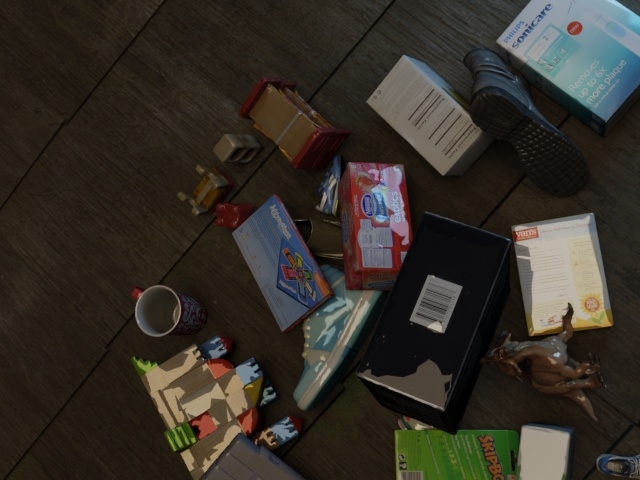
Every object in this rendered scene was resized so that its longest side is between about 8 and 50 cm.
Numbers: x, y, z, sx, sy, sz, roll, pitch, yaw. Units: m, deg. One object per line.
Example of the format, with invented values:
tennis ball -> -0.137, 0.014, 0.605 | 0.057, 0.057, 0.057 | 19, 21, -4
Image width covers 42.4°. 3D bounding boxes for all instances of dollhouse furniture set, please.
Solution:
dollhouse furniture set -> -0.134, -0.175, 1.925 | 0.201, 0.152, 0.374 | 46, 113, 17

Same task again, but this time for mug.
mug -> -0.343, 0.152, 1.899 | 0.113, 0.169, 0.150 | -34, 73, 9

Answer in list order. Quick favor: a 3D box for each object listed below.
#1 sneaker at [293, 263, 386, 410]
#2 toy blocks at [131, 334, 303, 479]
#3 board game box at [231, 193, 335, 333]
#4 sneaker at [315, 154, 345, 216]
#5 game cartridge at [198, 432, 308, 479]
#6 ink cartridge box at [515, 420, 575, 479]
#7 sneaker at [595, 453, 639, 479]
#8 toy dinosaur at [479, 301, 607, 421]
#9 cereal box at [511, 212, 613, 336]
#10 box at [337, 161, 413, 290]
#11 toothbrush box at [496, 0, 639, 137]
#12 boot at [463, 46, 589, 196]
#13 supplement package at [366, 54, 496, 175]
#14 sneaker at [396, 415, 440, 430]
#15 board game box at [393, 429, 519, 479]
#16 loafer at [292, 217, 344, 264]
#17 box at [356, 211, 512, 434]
sneaker -> -0.016, 0.198, 1.823 | 0.208, 0.127, 0.319 | 29, 81, 17
toy blocks -> -0.213, 0.363, 1.843 | 0.260, 0.191, 0.381 | -32, 74, -3
board game box -> -0.087, 0.048, 1.815 | 0.145, 0.027, 0.281 | -41, 60, 20
sneaker -> 0.024, -0.129, 1.899 | 0.059, 0.053, 0.144 | 7, 82, 19
game cartridge -> -0.102, 0.594, 1.749 | 0.355, 0.068, 0.230 | 40, 89, -8
ink cartridge box -> 0.438, 0.439, 1.600 | 0.092, 0.219, 0.160 | 6, 82, 20
sneaker -> 0.616, 0.450, 1.629 | 0.135, 0.058, 0.052 | -5, 80, 15
toy dinosaur -> 0.450, 0.258, 1.656 | 0.200, 0.296, 0.127 | -25, 32, 19
cereal box -> 0.504, 0.073, 1.728 | 0.172, 0.047, 0.240 | -9, 78, 15
box -> 0.117, -0.030, 1.769 | 0.128, 0.123, 0.257 | 1, 65, -12
toothbrush box -> 0.557, -0.400, 1.748 | 0.295, 0.126, 0.216 | 43, 95, 19
boot -> 0.441, -0.262, 1.746 | 0.118, 0.338, 0.223 | -34, 28, 30
supplement package -> 0.247, -0.268, 1.798 | 0.244, 0.139, 0.134 | 46, 112, 17
sneaker -> 0.239, 0.417, 1.745 | 0.075, 0.057, 0.161 | -48, 69, 10
board game box -> 0.282, 0.453, 1.696 | 0.259, 0.039, 0.124 | 0, 71, -1
loafer -> 0.000, 0.000, 1.866 | 0.251, 0.087, 0.095 | 4, 83, 17
box -> 0.235, 0.173, 1.620 | 0.178, 0.312, 0.343 | 19, 74, 20
